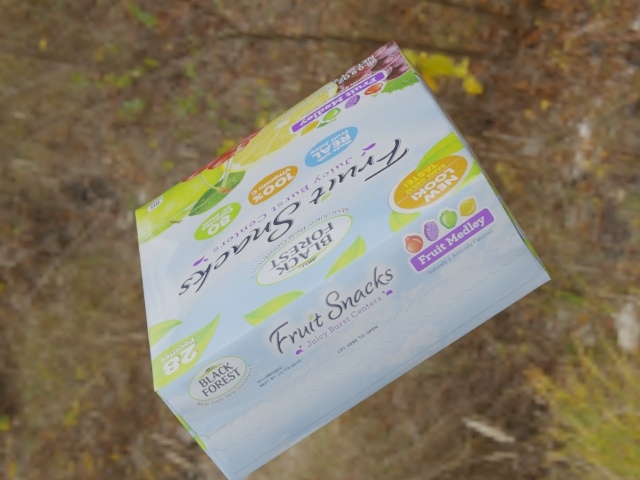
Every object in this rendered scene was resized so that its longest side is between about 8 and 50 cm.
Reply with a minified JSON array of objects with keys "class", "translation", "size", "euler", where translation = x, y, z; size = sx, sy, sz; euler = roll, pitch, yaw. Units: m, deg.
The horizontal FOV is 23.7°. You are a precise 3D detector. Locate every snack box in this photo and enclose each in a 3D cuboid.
[{"class":"snack box","translation":[0.000,0.000,0.754],"size":[0.174,0.070,0.207],"euler":[-34,26,5]}]
